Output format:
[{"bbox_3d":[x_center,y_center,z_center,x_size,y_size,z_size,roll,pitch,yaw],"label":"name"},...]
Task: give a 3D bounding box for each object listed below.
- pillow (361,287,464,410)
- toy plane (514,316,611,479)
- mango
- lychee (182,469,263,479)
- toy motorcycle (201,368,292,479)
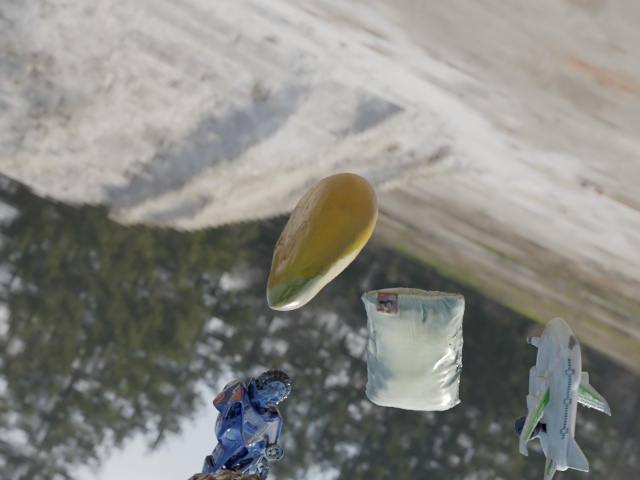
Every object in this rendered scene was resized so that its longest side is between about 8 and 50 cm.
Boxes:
[{"bbox_3d":[0.119,0.141,1.934,0.128,0.051,0.229,1,136,5],"label":"pillow"},{"bbox_3d":[0.362,0.244,2.326,0.101,0.255,0.251,0,-170,40],"label":"toy plane"},{"bbox_3d":[0.000,0.000,2.292,0.119,0.176,0.317,46,-141,-10],"label":"mango"},{"bbox_3d":[-0.122,0.409,1.708,0.300,0.300,0.300,26,180,0],"label":"lychee"},{"bbox_3d":[-0.112,0.276,2.203,0.114,0.205,0.076,8,-157,-18],"label":"toy motorcycle"}]
